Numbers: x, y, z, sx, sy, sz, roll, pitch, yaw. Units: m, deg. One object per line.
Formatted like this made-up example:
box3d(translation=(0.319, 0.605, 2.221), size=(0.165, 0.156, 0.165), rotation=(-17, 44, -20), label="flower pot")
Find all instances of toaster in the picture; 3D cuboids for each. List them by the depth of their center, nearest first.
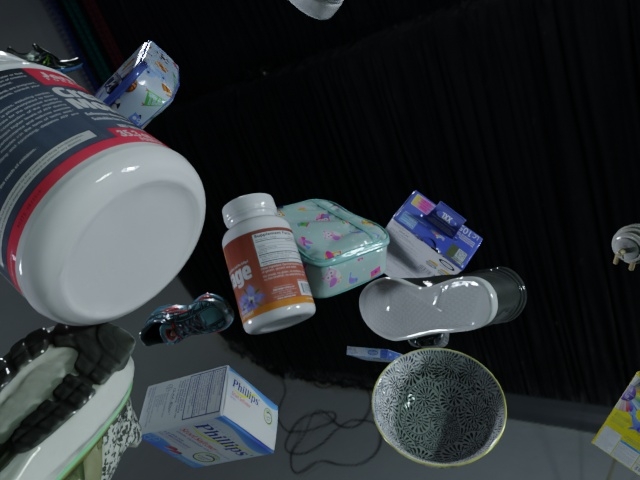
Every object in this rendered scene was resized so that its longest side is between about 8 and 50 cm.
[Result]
box3d(translation=(0.345, 0.260, 1.664), size=(0.129, 0.227, 0.146), rotation=(-9, -20, 21), label="toaster")

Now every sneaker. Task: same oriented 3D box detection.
box3d(translation=(-0.274, 0.266, 0.425), size=(0.158, 0.182, 0.410), rotation=(9, 43, 27), label="sneaker")
box3d(translation=(0.198, 0.104, 0.853), size=(0.147, 0.104, 0.296), rotation=(-1, -7, -36), label="sneaker")
box3d(translation=(-0.329, 0.212, 1.268), size=(0.262, 0.104, 0.125), rotation=(-17, 16, 26), label="sneaker")
box3d(translation=(-0.727, -0.478, 1.375), size=(0.188, 0.078, 0.067), rotation=(-8, 10, -34), label="sneaker")

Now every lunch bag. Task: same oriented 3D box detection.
box3d(translation=(0.000, 0.000, 1.123), size=(0.224, 0.108, 0.279), rotation=(-20, 35, -30), label="lunch bag")
box3d(translation=(-0.434, -0.309, 1.156), size=(0.243, 0.115, 0.303), rotation=(-35, 30, 15), label="lunch bag")

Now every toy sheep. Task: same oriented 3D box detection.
box3d(translation=(0.656, 0.010, 1.090), size=(0.132, 0.091, 0.091), rotation=(-26, 19, -36), label="toy sheep")

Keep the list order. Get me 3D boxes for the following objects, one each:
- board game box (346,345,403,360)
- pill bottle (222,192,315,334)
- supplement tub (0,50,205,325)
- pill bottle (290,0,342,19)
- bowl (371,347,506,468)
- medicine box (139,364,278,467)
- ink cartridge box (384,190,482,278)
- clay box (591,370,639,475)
box3d(translation=(0.113, 0.235, 1.071), size=(0.090, 0.090, 0.020), rotation=(-1, 71, 30), label="board game box")
box3d(translation=(-0.094, 0.037, 0.867), size=(0.121, 0.216, 0.121), rotation=(-17, -18, -5), label="pill bottle")
box3d(translation=(-0.271, -0.061, 0.527), size=(0.272, 0.191, 0.191), rotation=(34, 51, 21), label="supplement tub")
box3d(translation=(0.060, -0.710, 1.197), size=(0.361, 0.204, 0.204), rotation=(-41, 4, 42), label="pill bottle")
box3d(translation=(0.156, 0.236, 0.696), size=(0.170, 0.080, 0.170), rotation=(-6, 41, 6), label="bowl")
box3d(translation=(-0.310, 0.504, 1.468), size=(0.289, 0.263, 0.149), rotation=(-19, 43, 21), label="medicine box")
box3d(translation=(0.338, 0.018, 1.711), size=(0.151, 0.270, 0.395), rotation=(-50, -7, -24), label="ink cartridge box")
box3d(translation=(0.712, 0.388, 1.133), size=(0.127, 0.053, 0.222), rotation=(34, 96, 32), label="clay box")
